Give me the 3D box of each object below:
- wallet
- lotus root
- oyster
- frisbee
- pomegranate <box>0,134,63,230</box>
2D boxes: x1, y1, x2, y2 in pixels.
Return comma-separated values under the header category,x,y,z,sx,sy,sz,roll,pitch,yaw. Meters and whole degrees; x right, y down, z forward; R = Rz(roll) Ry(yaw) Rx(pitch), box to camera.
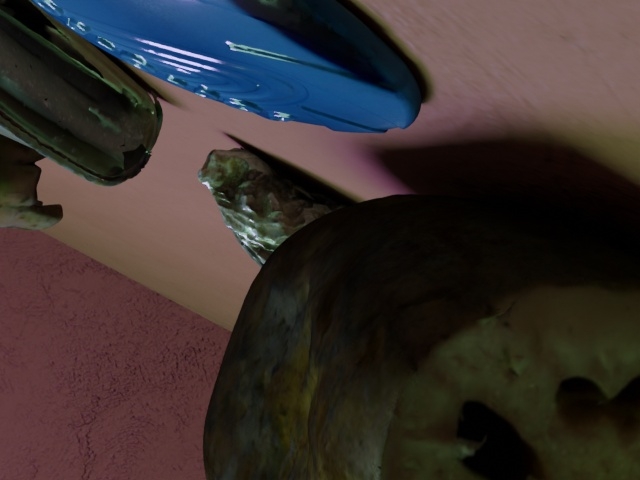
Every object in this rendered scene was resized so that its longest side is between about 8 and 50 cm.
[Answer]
category,x,y,z,sx,sy,sz,roll,pitch,yaw
wallet,-0.264,-0.138,1.083,0.309,0.077,0.223,24,176,27
lotus root,0.069,0.097,0.877,0.250,0.250,0.346,29,174,-20
oyster,0.000,0.000,1.158,0.125,0.064,0.177,40,-168,32
frisbee,-0.072,-0.096,0.759,0.242,0.045,0.242,25,174,3
pomegranate,-0.341,-0.076,1.355,0.242,0.242,0.306,24,-155,21
